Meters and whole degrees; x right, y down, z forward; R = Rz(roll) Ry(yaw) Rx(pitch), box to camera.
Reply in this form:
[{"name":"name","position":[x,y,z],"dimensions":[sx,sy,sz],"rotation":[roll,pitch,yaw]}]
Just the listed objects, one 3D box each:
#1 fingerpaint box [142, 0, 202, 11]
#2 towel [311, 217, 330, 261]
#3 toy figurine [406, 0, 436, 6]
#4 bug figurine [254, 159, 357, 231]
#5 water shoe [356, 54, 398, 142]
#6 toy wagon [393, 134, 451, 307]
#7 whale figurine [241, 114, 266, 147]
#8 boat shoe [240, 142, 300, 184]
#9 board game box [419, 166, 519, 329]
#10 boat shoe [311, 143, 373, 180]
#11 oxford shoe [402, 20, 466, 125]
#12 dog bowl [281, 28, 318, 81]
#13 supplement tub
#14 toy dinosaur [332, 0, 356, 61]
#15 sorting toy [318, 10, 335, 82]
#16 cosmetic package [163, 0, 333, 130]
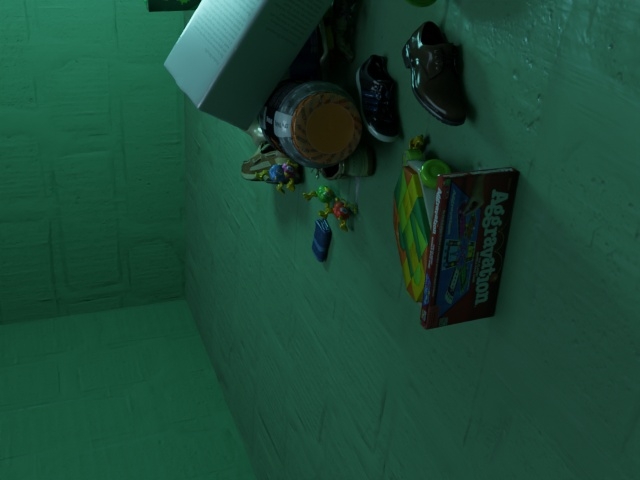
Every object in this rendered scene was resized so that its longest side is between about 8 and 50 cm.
[{"name":"fingerpaint box","position":[-0.357,-0.810,2.154],"dimensions":[0.445,0.371,0.163],"rotation":[-122,30,-50]},{"name":"towel","position":[0.000,0.000,2.098],"dimensions":[0.067,0.029,0.119],"rotation":[-118,29,-42]},{"name":"toy figurine","position":[0.221,-0.508,1.286],"dimensions":[0.159,0.130,0.173],"rotation":[-3,69,56]},{"name":"bug figurine","position":[-0.035,-0.134,1.919],"dimensions":[0.072,0.279,0.216],"rotation":[-57,15,11]},{"name":"water shoe","position":[0.125,-0.308,1.609],"dimensions":[0.080,0.073,0.203],"rotation":[126,132,-56]},{"name":"toy wagon","position":[0.194,-0.047,1.447],"dimensions":[0.267,0.068,0.344],"rotation":[102,162,-62]},{"name":"whale figurine","position":[-0.233,-0.442,2.478],"dimensions":[0.272,0.141,0.216],"rotation":[55,155,5]},{"name":"boat shoe","position":[-0.151,-0.241,2.321],"dimensions":[0.324,0.123,0.120],"rotation":[15,105,59]},{"name":"board game box","position":[0.251,0.016,1.276],"dimensions":[0.027,0.145,0.281],"rotation":[-135,42,-55]},{"name":"boat shoe","position":[0.037,-0.200,1.851],"dimensions":[0.285,0.089,0.104],"rotation":[-171,75,-69]},{"name":"oxford shoe","position":[0.214,-0.309,1.363],"dimensions":[0.096,0.083,0.227],"rotation":[121,137,-52]},{"name":"dog bowl","position":[-0.071,-0.485,1.936],"dimensions":[0.265,0.104,0.264],"rotation":[176,90,-84]},{"name":"supplement tub","position":[-0.024,-0.272,1.716],"dimensions":[0.316,0.194,0.193],"rotation":[-137,44,-70]},{"name":"toy dinosaur","position":[0.057,-0.554,1.733],"dimensions":[0.118,0.064,0.268],"rotation":[-145,55,-72]},{"name":"sorting toy","position":[0.011,-0.513,1.829],"dimensions":[0.193,0.038,0.208],"rotation":[69,-163,-84]},{"name":"cosmetic package","position":[-0.150,-0.512,1.723],"dimensions":[0.453,0.161,0.230],"rotation":[-53,48,16]}]
